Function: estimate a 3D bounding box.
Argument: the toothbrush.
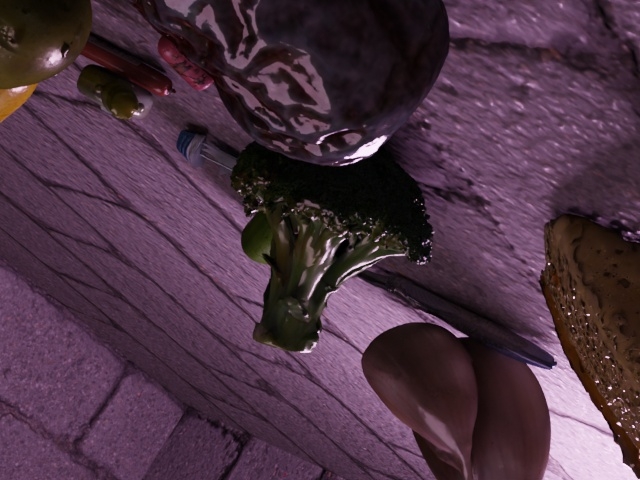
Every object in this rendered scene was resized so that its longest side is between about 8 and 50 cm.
[{"bbox_3d":[0.152,0.088,1.932,0.413,0.035,0.042,26,160,21],"label":"toothbrush"}]

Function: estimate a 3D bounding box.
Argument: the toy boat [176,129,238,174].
[{"bbox_3d":[-0.141,-0.112,1.885,0.149,0.034,0.105,25,164,27],"label":"toy boat"}]

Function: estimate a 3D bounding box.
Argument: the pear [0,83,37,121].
[{"bbox_3d":[-0.460,-0.270,1.793,0.178,0.267,0.267,-16,138,28],"label":"pear"}]

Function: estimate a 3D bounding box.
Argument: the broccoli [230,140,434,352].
[{"bbox_3d":[0.000,0.000,1.540,0.254,0.269,0.269,20,161,17],"label":"broccoli"}]

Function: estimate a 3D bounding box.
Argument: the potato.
[{"bbox_3d":[-0.388,-0.282,1.546,0.216,0.216,0.304,45,171,-38],"label":"potato"}]

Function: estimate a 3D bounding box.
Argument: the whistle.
[{"bbox_3d":[-0.266,-0.184,1.766,0.104,0.057,0.198,24,-171,-19],"label":"whistle"}]

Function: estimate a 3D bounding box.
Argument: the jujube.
[{"bbox_3d":[-0.038,-0.208,1.096,0.317,0.226,0.226,41,162,-21],"label":"jujube"}]

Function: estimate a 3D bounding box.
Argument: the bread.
[{"bbox_3d":[0.405,0.093,1.426,0.248,0.279,0.315,64,-173,-61],"label":"bread"}]

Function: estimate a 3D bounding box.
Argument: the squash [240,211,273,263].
[{"bbox_3d":[-0.066,-0.011,1.960,0.082,0.082,0.292,34,164,-5],"label":"squash"}]

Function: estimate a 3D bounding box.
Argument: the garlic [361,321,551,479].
[{"bbox_3d":[0.184,0.263,1.920,0.231,0.246,0.340,15,-136,-44],"label":"garlic"}]

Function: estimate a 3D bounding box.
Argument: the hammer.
[{"bbox_3d":[-0.157,-0.215,1.605,0.043,0.043,0.083,13,154,49],"label":"hammer"}]

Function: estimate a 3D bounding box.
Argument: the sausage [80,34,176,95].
[{"bbox_3d":[-0.282,-0.243,1.769,0.223,0.029,0.029,29,164,13],"label":"sausage"}]
